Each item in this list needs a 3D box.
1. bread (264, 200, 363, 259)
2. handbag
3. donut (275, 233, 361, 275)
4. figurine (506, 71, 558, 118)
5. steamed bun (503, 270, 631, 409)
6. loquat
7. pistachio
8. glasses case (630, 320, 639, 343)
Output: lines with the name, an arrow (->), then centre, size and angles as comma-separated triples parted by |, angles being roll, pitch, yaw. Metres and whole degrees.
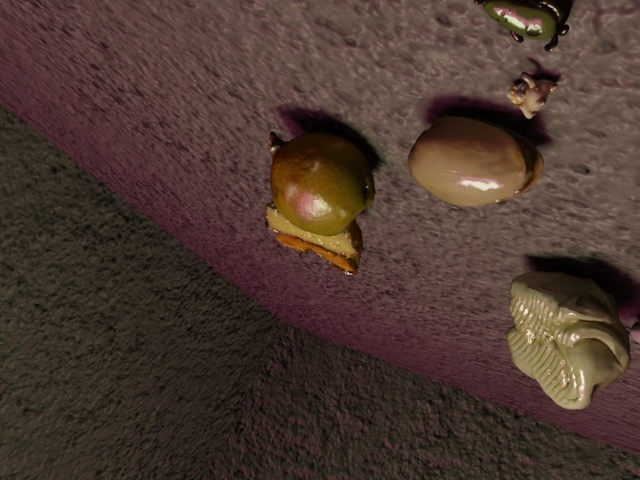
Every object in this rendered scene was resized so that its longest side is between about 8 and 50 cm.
bread -> -0.004, -0.061, 1.628 | 0.260, 0.134, 0.129 | 17, 151, 18
handbag -> 0.232, -0.266, 0.765 | 0.111, 0.047, 0.072 | 25, 163, 3
donut -> 0.005, 0.001, 1.851 | 0.259, 0.101, 0.152 | 27, 163, 6
figurine -> 0.285, -0.201, 0.900 | 0.050, 0.047, 0.083 | 42, 172, 5
steamed bun -> 0.538, 0.191, 1.378 | 0.280, 0.207, 0.268 | -144, 39, -66
loquat -> -0.014, -0.128, 1.332 | 0.246, 0.213, 0.213 | 40, 163, -4
pistachio -> 0.236, -0.122, 1.042 | 0.215, 0.144, 0.144 | 17, 161, 40
glasses case -> 0.749, 0.203, 1.345 | 0.092, 0.059, 0.233 | 34, 164, -27
